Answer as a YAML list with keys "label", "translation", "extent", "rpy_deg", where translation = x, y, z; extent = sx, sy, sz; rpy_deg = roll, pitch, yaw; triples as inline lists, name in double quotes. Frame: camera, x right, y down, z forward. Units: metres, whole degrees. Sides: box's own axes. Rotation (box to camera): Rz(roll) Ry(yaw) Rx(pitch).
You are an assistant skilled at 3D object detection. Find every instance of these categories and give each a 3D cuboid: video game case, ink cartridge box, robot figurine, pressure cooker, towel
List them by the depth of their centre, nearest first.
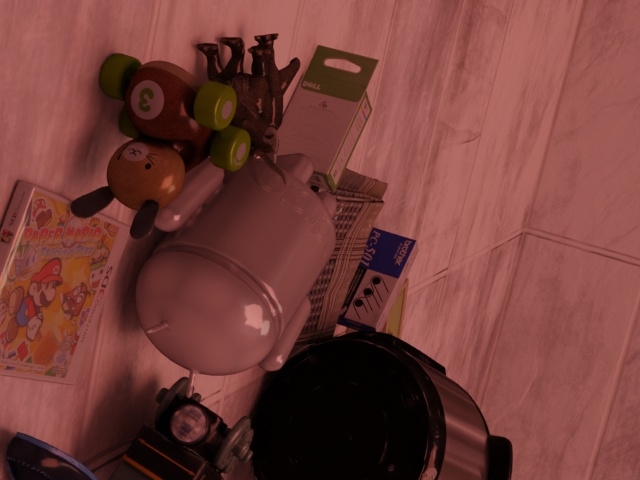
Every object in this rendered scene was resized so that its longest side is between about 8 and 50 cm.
- label: "video game case"
  translation: [-0.306, 0.056, 1.312]
  extent: [0.206, 0.026, 0.227]
  rpy_deg: [-71, 159, -5]
- label: "robot figurine"
  translation: [-0.112, 0.034, 1.539]
  extent: [0.300, 0.200, 0.353]
  rpy_deg: [54, 50, -28]
- label: "ink cartridge box"
  translation: [0.008, -0.189, 1.794]
  extent: [0.209, 0.109, 0.062]
  rpy_deg: [-66, 159, -17]
- label: "towel"
  translation: [0.000, 0.031, 1.948]
  extent: [0.312, 0.056, 0.324]
  rpy_deg: [7, 105, -62]
- label: "pressure cooker"
  translation: [0.108, 0.384, 2.095]
  extent: [0.375, 0.370, 0.420]
  rpy_deg: [-47, 148, 5]
- label: "ink cartridge box"
  translation: [0.108, 0.080, 2.277]
  extent: [0.207, 0.097, 0.046]
  rpy_deg: [-63, 158, -25]

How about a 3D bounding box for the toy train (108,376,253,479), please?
- label: "toy train"
  translation: [-0.191, 0.304, 1.605]
  extent: [0.190, 0.142, 0.334]
  rpy_deg: [-56, 173, -13]

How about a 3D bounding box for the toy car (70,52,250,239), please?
- label: "toy car"
  translation: [-0.195, -0.092, 1.296]
  extent: [0.188, 0.155, 0.149]
  rpy_deg: [-60, 156, -25]

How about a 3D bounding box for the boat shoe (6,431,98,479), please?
- label: "boat shoe"
  translation: [-0.313, 0.312, 1.390]
  extent: [0.089, 0.109, 0.258]
  rpy_deg: [-58, 153, -24]

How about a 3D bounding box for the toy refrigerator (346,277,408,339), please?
- label: "toy refrigerator"
  translation: [0.114, 0.203, 2.395]
  extent: [0.102, 0.094, 0.269]
  rpy_deg: [-42, 144, -54]

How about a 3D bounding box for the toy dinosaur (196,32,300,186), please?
- label: "toy dinosaur"
  translation: [-0.095, -0.185, 1.534]
  extent: [0.313, 0.121, 0.160]
  rpy_deg: [-80, 170, -72]
